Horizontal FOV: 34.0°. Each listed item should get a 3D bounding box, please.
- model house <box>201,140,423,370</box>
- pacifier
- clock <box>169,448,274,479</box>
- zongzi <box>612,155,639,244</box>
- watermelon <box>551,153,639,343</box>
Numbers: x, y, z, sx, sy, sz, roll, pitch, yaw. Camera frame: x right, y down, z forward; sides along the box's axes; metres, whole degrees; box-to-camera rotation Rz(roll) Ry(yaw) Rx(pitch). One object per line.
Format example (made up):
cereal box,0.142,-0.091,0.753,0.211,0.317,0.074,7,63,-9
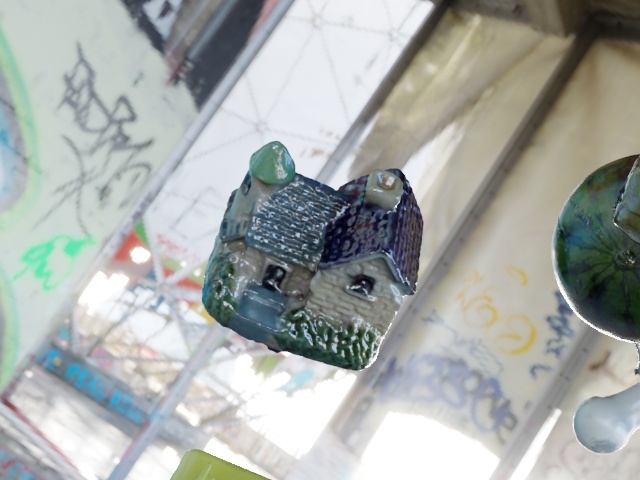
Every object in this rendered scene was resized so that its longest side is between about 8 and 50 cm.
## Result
model house,0.001,-0.001,1.576,0.298,0.243,0.284,21,-49,-8
pacifier,0.555,0.247,1.705,0.273,0.220,0.332,-5,-47,26
clock,-0.085,0.340,1.236,0.202,0.096,0.143,19,-37,13
zongzi,0.425,0.023,1.005,0.260,0.123,0.289,25,20,-5
watermelon,0.408,0.011,1.300,0.242,0.242,0.242,33,-9,6
